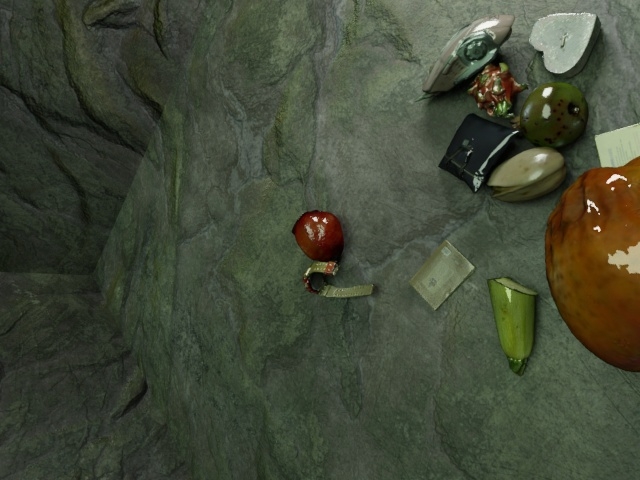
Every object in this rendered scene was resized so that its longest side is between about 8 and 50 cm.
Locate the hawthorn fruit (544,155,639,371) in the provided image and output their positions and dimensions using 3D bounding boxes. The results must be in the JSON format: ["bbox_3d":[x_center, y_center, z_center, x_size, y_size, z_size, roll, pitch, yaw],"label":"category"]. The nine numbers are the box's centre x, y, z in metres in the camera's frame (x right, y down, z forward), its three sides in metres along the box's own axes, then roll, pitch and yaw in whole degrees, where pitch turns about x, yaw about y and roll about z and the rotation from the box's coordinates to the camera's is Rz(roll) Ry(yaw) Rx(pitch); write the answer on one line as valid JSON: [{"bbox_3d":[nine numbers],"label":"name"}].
[{"bbox_3d":[0.701,0.040,0.947,0.472,0.472,0.471,-6,81,39],"label":"hawthorn fruit"}]

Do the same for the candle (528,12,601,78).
[{"bbox_3d":[0.705,-0.573,1.263,0.169,0.068,0.192,-31,68,36],"label":"candle"}]

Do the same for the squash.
[{"bbox_3d":[0.558,0.244,1.249,0.137,0.137,0.287,-12,80,38],"label":"squash"}]

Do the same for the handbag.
[{"bbox_3d":[0.477,-0.275,1.370,0.211,0.089,0.254,-58,26,17],"label":"handbag"}]

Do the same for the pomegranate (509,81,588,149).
[{"bbox_3d":[0.637,-0.353,1.240,0.179,0.179,0.210,-56,24,20],"label":"pomegranate"}]

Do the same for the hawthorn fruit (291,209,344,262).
[{"bbox_3d":[0.000,0.000,1.703,0.190,0.190,0.251,-29,74,33],"label":"hawthorn fruit"}]

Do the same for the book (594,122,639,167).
[{"bbox_3d":[0.834,-0.224,1.147,0.192,0.013,0.167,-13,76,38],"label":"book"}]

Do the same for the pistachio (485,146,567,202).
[{"bbox_3d":[0.578,-0.179,1.256,0.238,0.153,0.137,-22,90,64],"label":"pistachio"}]

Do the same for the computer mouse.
[{"bbox_3d":[0.431,-0.585,1.411,0.389,0.115,0.199,-31,22,44],"label":"computer mouse"}]

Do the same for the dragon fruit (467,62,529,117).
[{"bbox_3d":[0.533,-0.441,1.322,0.137,0.135,0.235,-51,29,26],"label":"dragon fruit"}]

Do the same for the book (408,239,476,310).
[{"bbox_3d":[0.397,0.115,1.462,0.198,0.016,0.138,-53,56,21],"label":"book"}]

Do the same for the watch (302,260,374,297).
[{"bbox_3d":[0.055,0.147,1.645,0.268,0.165,0.102,-12,40,47],"label":"watch"}]
